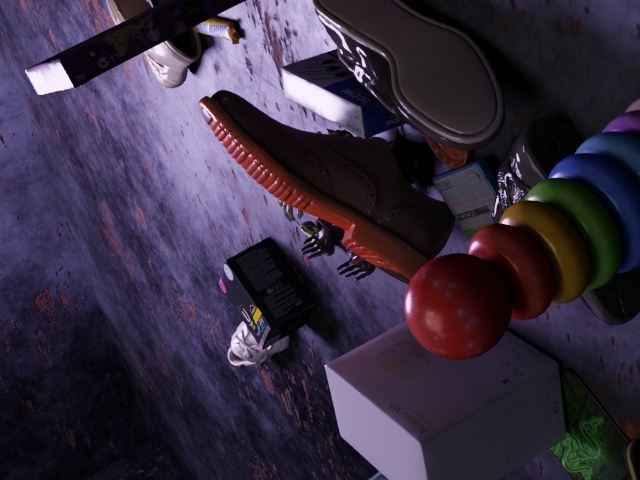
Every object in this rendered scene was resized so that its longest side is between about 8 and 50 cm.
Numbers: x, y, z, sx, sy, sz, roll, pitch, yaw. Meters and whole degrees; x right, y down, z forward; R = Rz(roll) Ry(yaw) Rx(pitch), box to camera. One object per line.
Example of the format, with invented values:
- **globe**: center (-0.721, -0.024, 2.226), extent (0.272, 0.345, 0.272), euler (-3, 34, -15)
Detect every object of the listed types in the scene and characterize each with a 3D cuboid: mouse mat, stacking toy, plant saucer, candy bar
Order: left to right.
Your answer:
- **candy bar**: center (-0.174, -0.348, 1.812), extent (0.161, 0.018, 0.040), euler (29, 143, 54)
- **plant saucer**: center (0.157, -0.129, 1.365), extent (0.083, 0.013, 0.083), euler (48, 156, 30)
- **stacking toy**: center (0.211, -0.006, 0.967), extent (0.141, 0.330, 0.141), euler (47, 154, 31)
- **mouse mat**: center (0.339, 0.257, 1.453), extent (0.152, 0.007, 0.189), euler (53, 158, 17)

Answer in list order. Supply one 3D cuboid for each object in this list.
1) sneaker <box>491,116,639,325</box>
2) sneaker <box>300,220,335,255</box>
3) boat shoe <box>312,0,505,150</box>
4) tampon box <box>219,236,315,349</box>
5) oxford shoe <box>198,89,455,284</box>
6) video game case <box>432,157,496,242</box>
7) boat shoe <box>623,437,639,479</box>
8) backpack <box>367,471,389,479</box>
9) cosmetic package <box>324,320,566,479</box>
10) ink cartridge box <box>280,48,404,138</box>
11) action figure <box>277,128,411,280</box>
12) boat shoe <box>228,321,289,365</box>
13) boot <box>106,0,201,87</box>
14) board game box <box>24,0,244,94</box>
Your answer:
- **sneaker**: center (0.261, -0.009, 1.192), extent (0.227, 0.087, 0.130), euler (61, 160, 8)
- **sneaker**: center (0.000, 0.000, 1.853), extent (0.083, 0.031, 0.035), euler (49, 169, 37)
- **boat shoe**: center (0.107, -0.199, 1.282), extent (0.335, 0.112, 0.095), euler (50, 174, 37)
- **tampon box**: center (-0.105, 0.101, 2.100), extent (0.161, 0.101, 0.120), euler (55, 157, 15)
- **oxford shoe**: center (0.010, -0.094, 1.424), extent (0.364, 0.132, 0.130), euler (36, 174, -10)
- **video game case**: center (0.210, -0.018, 1.364), extent (0.166, 0.015, 0.119), euler (58, 158, -6)
- **boat shoe**: center (0.392, 0.302, 1.325), extent (0.049, 0.056, 0.152), euler (-7, 111, 61)
- **backpack**: center (0.151, 0.473, 1.844), extent (0.191, 0.225, 0.253), euler (43, 149, 27)
- **cosmetic package**: center (0.164, 0.213, 1.478), extent (0.224, 0.225, 0.138), euler (33, 144, 51)
- **ink cartridge box**: center (0.041, -0.191, 1.411), extent (0.207, 0.097, 0.046), euler (37, 142, 53)
- **action figure**: center (0.039, -0.044, 1.558), extent (0.164, 0.141, 0.275), euler (36, 151, 18)
- **boat shoe**: center (-0.138, 0.213, 2.318), extent (0.098, 0.096, 0.277), euler (56, 158, 12)
- **boot**: center (-0.289, -0.382, 1.945), extent (0.213, 0.077, 0.165), euler (56, 159, -3)
- **board game box**: center (-0.226, -0.300, 1.541), extent (0.208, 0.347, 0.056), euler (16, 134, 61)
